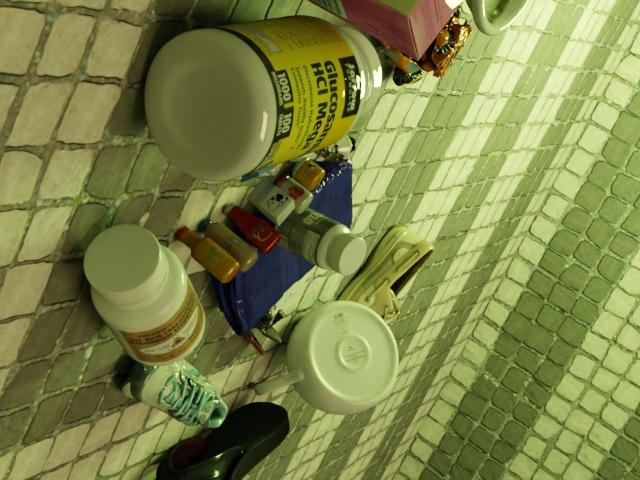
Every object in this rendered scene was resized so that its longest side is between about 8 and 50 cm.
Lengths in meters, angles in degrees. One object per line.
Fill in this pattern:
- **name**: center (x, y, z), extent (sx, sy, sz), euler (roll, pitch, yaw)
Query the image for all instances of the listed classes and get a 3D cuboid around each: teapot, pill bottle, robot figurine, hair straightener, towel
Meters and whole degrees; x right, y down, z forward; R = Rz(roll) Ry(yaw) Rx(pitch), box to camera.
- **teapot**: center (0.022, 0.255, 2.256), extent (0.187, 0.256, 0.252), euler (-32, -147, 57)
- **pill bottle**: center (-0.058, -0.198, 1.425), extent (0.334, 0.188, 0.187), euler (-26, 143, -54)
- **pill bottle**: center (-0.242, 0.075, 1.487), extent (0.131, 0.131, 0.229), euler (-50, 158, -18)
- **pill bottle**: center (0.000, 0.000, 1.710), extent (0.078, 0.137, 0.078), euler (-33, 136, -38)
- **robot figurine**: center (0.183, -0.366, 1.867), extent (0.211, 0.085, 0.291), euler (-58, 159, 5)
- **hair straightener**: center (-0.111, 0.141, 1.986), extent (0.089, 0.047, 0.230), euler (-34, 150, -2)
- **towel**: center (-0.065, -0.005, 1.844), extent (0.308, 0.076, 0.227), euler (-43, 153, -28)

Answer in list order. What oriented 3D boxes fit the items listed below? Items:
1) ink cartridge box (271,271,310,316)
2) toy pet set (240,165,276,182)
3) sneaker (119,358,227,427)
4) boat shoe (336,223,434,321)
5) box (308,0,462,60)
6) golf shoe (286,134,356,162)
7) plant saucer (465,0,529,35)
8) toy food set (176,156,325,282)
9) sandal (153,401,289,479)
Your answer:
- **ink cartridge box**: center (-0.066, 0.084, 2.037), extent (0.115, 0.029, 0.063), euler (-47, 158, -22)
- **toy pet set**: center (-0.080, -0.141, 1.632), extent (0.114, 0.065, 0.122), euler (-35, 149, -46)
- **sneaker**: center (-0.225, 0.246, 1.782), extent (0.110, 0.122, 0.283), euler (-56, 159, -5)
- **boat shoe**: center (0.124, 0.126, 2.404), extent (0.341, 0.110, 0.121), euler (-56, 159, -3)
- **box**: center (0.107, -0.406, 1.458), extent (0.243, 0.214, 0.117), euler (-54, 159, -9)
- **golf shoe**: center (-0.001, -0.159, 1.705), extent (0.198, 0.094, 0.077), euler (-20, 112, -71)
- **plant saucer**: center (0.315, -0.552, 1.832), extent (0.400, 0.101, 0.400), euler (-51, 155, -36)
- **toy food set**: center (-0.105, -0.046, 1.651), extent (0.232, 0.104, 0.111), euler (-49, 169, -9)
- **sandal**: center (-0.221, 0.417, 2.045), extent (0.446, 0.168, 0.107), euler (-43, 131, -50)
